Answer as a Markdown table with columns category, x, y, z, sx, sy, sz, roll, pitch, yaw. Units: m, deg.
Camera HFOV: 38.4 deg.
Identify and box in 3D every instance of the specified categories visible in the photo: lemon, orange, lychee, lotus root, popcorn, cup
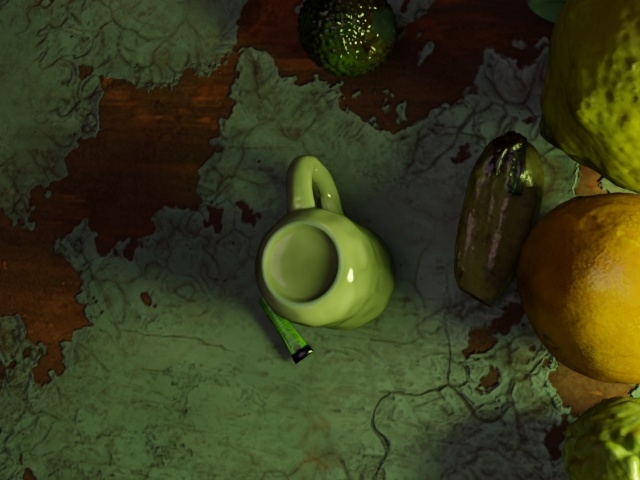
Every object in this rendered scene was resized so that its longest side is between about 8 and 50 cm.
| category | x | y | z | sx | sy | sz | roll | pitch | yaw |
| --- | --- | --- | --- | --- | --- | --- | --- | --- | --- |
| lemon | 0.460 | -0.220 | 1.171 | 0.387 | 0.350 | 0.349 | -33 | 72 | 29 |
| orange | 0.386 | 0.062 | 1.206 | 0.261 | 0.261 | 0.261 | -3 | 81 | 21 |
| lychee | 0.035 | -0.338 | 1.461 | 0.171 | 0.171 | 0.171 | -3 | 81 | 21 |
| lotus root | 0.260 | -0.033 | 1.357 | 0.110 | 0.097 | 0.258 | 18 | 97 | 30 |
| popcorn | 0.414 | 0.307 | 1.186 | 0.184 | 0.204 | 0.221 | -29 | 51 | -10 |
| cup | 0.018 | 0.006 | 1.385 | 0.173 | 0.202 | 0.255 | 11 | 86 | 23 |

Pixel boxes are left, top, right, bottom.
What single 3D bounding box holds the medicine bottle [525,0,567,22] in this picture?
| category | x | y | z | sx | sy | sz | roll | pitch | yaw |
| --- | --- | --- | --- | --- | --- | --- | --- | --- | --- |
| medicine bottle | 0.388 | -0.435 | 1.337 | 0.139 | 0.139 | 0.225 | 12 | 87 | 22 |

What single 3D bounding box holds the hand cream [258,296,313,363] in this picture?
| category | x | y | z | sx | sy | sz | roll | pitch | yaw |
| --- | --- | --- | --- | --- | --- | --- | --- | --- | --- |
| hand cream | -0.060 | 0.141 | 1.492 | 0.036 | 0.023 | 0.122 | -36 | 72 | 1 |
